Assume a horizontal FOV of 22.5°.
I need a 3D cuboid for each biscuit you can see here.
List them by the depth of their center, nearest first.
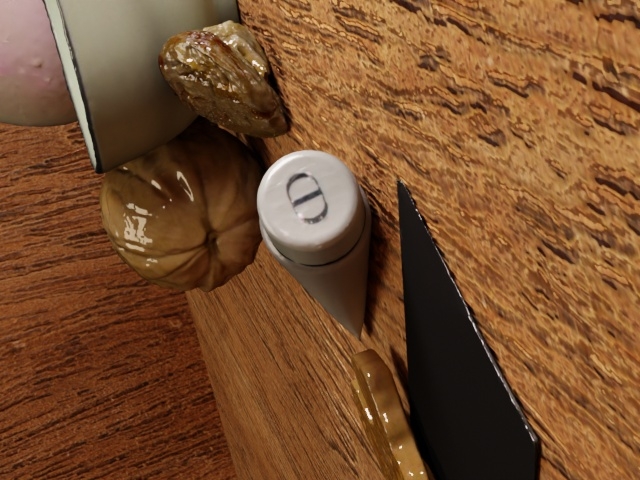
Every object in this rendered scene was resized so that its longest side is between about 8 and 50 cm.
[{"bbox_3d":[0.076,0.210,1.388,0.144,0.040,0.236,76,172,-66],"label":"biscuit"}]

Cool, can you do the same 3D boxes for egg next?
[{"bbox_3d":[-0.351,-0.360,1.990,0.340,0.355,0.354,114,139,-64],"label":"egg"}]

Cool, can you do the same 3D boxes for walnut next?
[{"bbox_3d":[-0.156,-0.043,1.846,0.213,0.213,0.213,163,90,-81],"label":"walnut"}]

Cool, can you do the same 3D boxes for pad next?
[{"bbox_3d":[0.110,0.157,1.217,0.367,0.007,0.247,83,166,-50],"label":"pad"}]

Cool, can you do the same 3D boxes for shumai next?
[{"bbox_3d":[-0.088,-0.167,1.574,0.123,0.139,0.105,5,81,51],"label":"shumai"}]

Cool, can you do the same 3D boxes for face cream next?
[{"bbox_3d":[0.000,0.000,1.363,0.314,0.089,0.143,77,173,-78],"label":"face cream"}]

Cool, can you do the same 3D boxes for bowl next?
[{"bbox_3d":[-0.198,-0.262,1.713,0.354,0.185,0.353,164,90,-80],"label":"bowl"}]

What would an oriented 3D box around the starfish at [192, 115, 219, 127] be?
[{"bbox_3d":[-0.174,-0.113,1.976,0.238,0.216,0.071,36,-158,-29],"label":"starfish"}]
